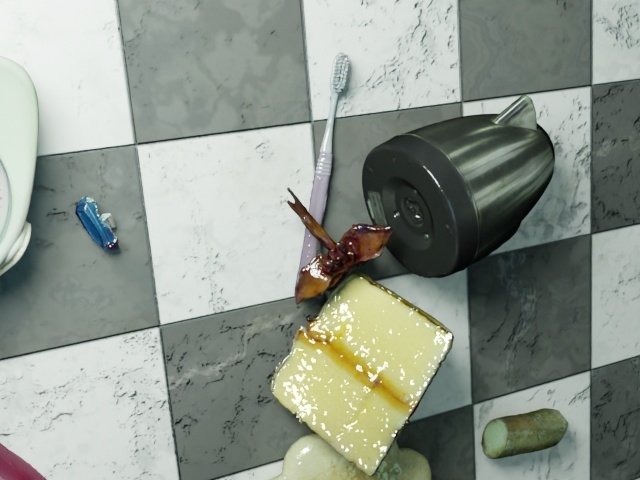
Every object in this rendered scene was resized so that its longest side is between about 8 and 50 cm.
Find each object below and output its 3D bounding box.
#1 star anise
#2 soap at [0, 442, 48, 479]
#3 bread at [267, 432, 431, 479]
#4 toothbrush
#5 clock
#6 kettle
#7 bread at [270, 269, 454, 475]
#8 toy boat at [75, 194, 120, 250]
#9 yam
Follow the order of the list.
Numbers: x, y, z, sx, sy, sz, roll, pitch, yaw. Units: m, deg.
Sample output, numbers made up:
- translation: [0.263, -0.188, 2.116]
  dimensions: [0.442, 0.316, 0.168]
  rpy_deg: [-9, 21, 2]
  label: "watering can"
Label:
- translation: [0.005, -0.005, 1.188]
  dimensions: [0.158, 0.140, 0.144]
  rpy_deg: [-36, 82, -22]
  label: "star anise"
- translation: [-0.482, 0.435, 1.043]
  dimensions: [0.359, 0.128, 0.233]
  rpy_deg: [-44, 114, -10]
  label: "soap"
- translation: [0.038, 0.431, 1.305]
  dimensions: [0.316, 0.054, 0.316]
  rpy_deg: [-2, 96, -19]
  label: "bread"
- translation: [0.003, -0.088, 1.203]
  dimensions: [0.024, 0.029, 0.354]
  rpy_deg: [8, 99, -12]
  label: "toothbrush"
- translation: [-0.462, -0.057, 0.954]
  dimensions: [0.265, 0.108, 0.324]
  rpy_deg: [0, 102, -26]
  label: "clock"
- translation: [0.231, -0.072, 1.222]
  dimensions: [0.271, 0.207, 0.251]
  rpy_deg: [-28, 105, -25]
  label: "kettle"
- translation: [0.050, 0.179, 1.204]
  dimensions: [0.178, 0.135, 0.240]
  rpy_deg: [32, 89, -10]
  label: "bread"
- translation: [-0.281, -0.021, 1.087]
  dimensions: [0.038, 0.038, 0.083]
  rpy_deg: [-34, 113, -15]
  label: "toy boat"
- translation: [0.343, 0.326, 1.433]
  dimensions: [0.146, 0.070, 0.070]
  rpy_deg: [-5, 103, -25]
  label: "yam"
